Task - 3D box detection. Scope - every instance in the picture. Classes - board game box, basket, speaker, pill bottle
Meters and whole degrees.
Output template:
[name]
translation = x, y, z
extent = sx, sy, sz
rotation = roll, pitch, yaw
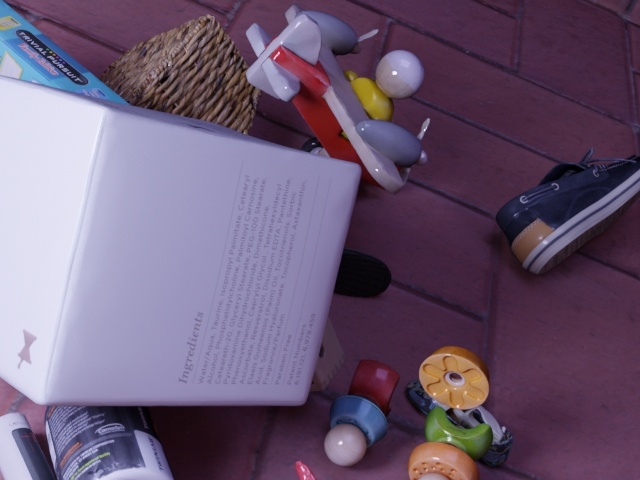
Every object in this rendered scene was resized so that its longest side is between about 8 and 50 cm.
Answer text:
[board game box]
translation = -0.431, -0.167, 1.647
extent = 0.336, 0.253, 0.079
rotation = 40, 36, 22
[basket]
translation = -0.268, -0.205, 1.888
extent = 0.213, 0.223, 0.299
rotation = 55, 47, -25
[speaker]
translation = -0.357, 0.275, 1.341
extent = 0.055, 0.055, 0.136
rotation = -7, 47, -37
[pill bottle]
translation = -0.262, 0.247, 1.351
extent = 0.131, 0.130, 0.245
rotation = 5, 29, -27

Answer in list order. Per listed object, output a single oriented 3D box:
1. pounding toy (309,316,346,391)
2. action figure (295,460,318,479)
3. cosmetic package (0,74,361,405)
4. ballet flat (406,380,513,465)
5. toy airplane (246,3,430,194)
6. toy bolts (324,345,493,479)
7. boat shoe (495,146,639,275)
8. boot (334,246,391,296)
[pounding toy]
translation = -0.098, 0.130, 1.591
extent = 0.094, 0.206, 0.181
rotation = -48, 121, -53
[action figure]
translation = -0.136, 0.342, 1.368
extent = 0.139, 0.091, 0.280
rotation = 44, 38, 12
[cosmetic package]
translation = -0.221, 0.003, 1.377
extent = 0.394, 0.327, 0.329
rotation = 8, 8, -44
[ballet flat]
translation = 0.218, 0.263, 1.701
extent = 0.188, 0.070, 0.070
rotation = 37, 38, 14
[toy airplane]
translation = 0.046, -0.261, 1.928
extent = 0.386, 0.272, 0.384
rotation = 61, 6, -3
[toy bolts]
translation = 0.119, 0.260, 1.552
extent = 0.229, 0.218, 0.158
rotation = 16, 40, 16
[boat shoe]
translation = 0.523, -0.089, 2.222
extent = 0.500, 0.186, 0.156
rotation = -28, 68, -42
[boot]
translation = 0.000, 0.000, 1.880
extent = 0.247, 0.083, 0.161
rotation = 16, 32, -17
